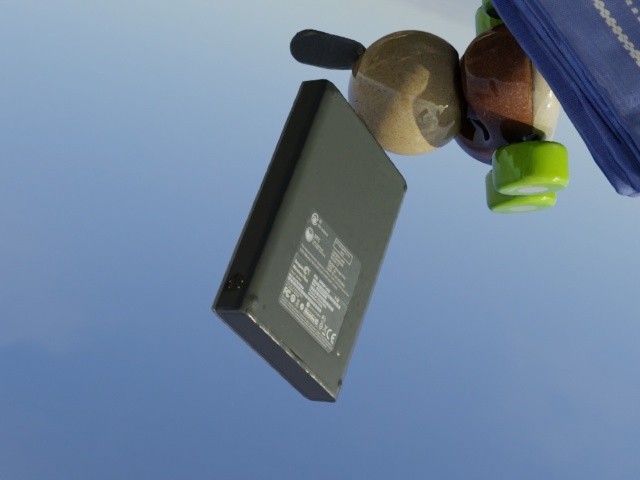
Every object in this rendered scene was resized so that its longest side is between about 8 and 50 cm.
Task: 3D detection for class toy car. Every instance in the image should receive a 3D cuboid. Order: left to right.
[{"bbox_3d":[0.073,-0.101,0.843,0.188,0.155,0.149,-3,171,4],"label":"toy car"}]

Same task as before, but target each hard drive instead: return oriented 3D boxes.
[{"bbox_3d":[0.000,0.000,0.595,0.022,0.135,0.094,0,147,35],"label":"hard drive"}]

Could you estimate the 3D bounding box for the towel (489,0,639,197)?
[{"bbox_3d":[0.259,-0.184,0.770,0.336,0.040,0.243,-26,-105,-24],"label":"towel"}]
